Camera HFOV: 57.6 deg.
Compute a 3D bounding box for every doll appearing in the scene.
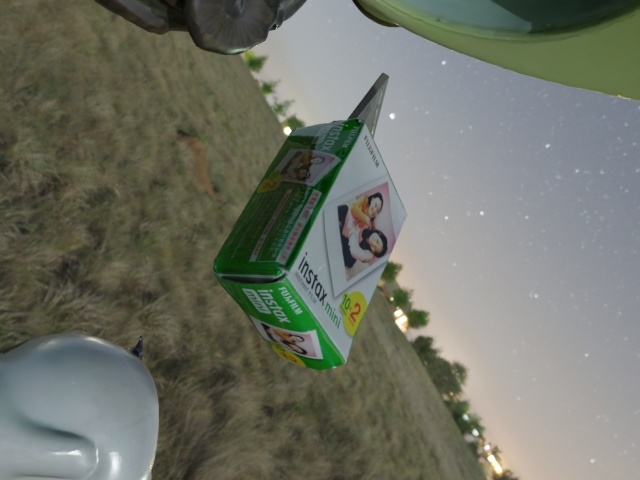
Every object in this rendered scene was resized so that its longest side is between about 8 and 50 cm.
[{"bbox_3d":[-0.174,0.103,0.296,0.180,0.110,0.107,2,66,-40],"label":"doll"}]

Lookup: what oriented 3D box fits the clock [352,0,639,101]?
[{"bbox_3d":[0.085,-0.208,0.238,0.348,0.117,0.286,23,-19,23],"label":"clock"}]

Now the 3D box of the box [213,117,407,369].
[{"bbox_3d":[0.000,0.000,0.663,0.180,0.103,0.250,57,45,-40],"label":"box"}]

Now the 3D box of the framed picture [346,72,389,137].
[{"bbox_3d":[0.057,-0.183,1.122,0.018,0.192,0.265,35,-13,8],"label":"framed picture"}]

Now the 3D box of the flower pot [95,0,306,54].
[{"bbox_3d":[-0.103,-0.311,0.470,0.302,0.301,0.213,59,-34,22],"label":"flower pot"}]
